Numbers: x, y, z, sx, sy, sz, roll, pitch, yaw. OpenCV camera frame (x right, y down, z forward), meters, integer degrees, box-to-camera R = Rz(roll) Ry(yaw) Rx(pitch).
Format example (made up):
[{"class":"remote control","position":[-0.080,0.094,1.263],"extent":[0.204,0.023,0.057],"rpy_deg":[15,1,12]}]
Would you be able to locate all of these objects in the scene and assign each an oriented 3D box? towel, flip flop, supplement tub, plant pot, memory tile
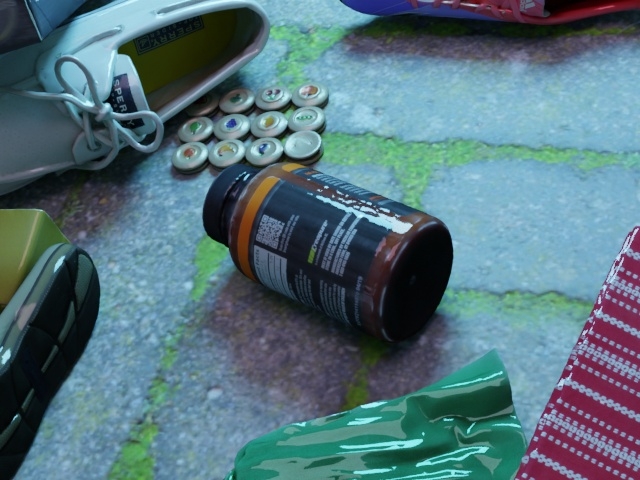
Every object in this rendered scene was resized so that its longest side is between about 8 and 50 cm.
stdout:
[{"class":"towel","position":[0.254,0.127,0.786],"extent":[0.199,0.031,0.275],"rpy_deg":[25,59,14]},{"class":"flip flop","position":[-0.263,0.106,0.916],"extent":[0.080,0.112,0.277],"rpy_deg":[10,48,17]},{"class":"supplement tub","position":[0.000,0.000,0.944],"extent":[0.198,0.106,0.106],"rpy_deg":[24,58,32]},{"class":"plant pot","position":[-0.266,0.029,1.012],"extent":[0.081,0.081,0.083],"rpy_deg":[0,61,15]},{"class":"memory tile","position":[-0.066,-0.109,1.125],"extent":[0.148,0.012,0.113],"rpy_deg":[-3,48,12]}]

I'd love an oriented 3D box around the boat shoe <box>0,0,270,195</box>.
[{"class":"boat shoe","position":[-0.199,-0.132,1.096],"extent":[0.367,0.136,0.156],"rpy_deg":[-30,34,-22]}]

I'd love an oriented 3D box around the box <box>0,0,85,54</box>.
[{"class":"box","position":[-0.378,-0.242,1.169],"extent":[0.318,0.097,0.395],"rpy_deg":[-12,23,10]}]

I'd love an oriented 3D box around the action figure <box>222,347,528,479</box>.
[{"class":"action figure","position":[0.026,0.161,0.818],"extent":[0.232,0.063,0.137],"rpy_deg":[-11,48,0]}]

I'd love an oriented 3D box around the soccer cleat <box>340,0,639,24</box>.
[{"class":"soccer cleat","position":[0.166,-0.254,1.131],"extent":[0.318,0.109,0.116],"rpy_deg":[-4,44,7]}]
